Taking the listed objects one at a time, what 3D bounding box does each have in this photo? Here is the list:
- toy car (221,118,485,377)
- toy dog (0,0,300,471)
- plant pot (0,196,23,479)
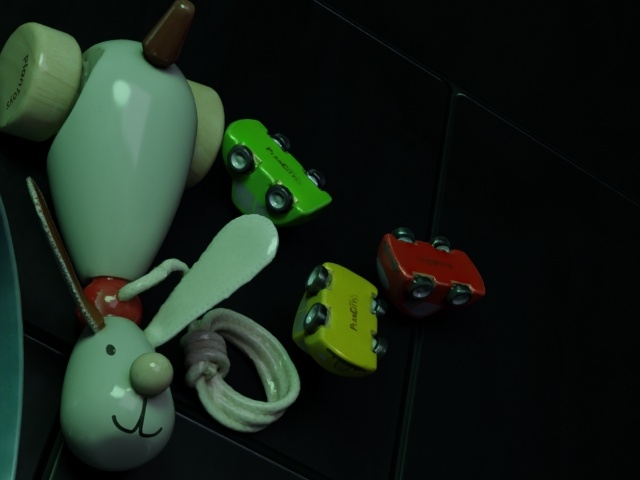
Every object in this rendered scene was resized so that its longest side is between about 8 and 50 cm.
[{"bbox_3d":[0.000,0.000,1.083,0.225,0.053,0.239,47,32,10],"label":"toy car"},{"bbox_3d":[-0.115,-0.030,0.938,0.220,0.161,0.333,-7,62,-42],"label":"toy dog"},{"bbox_3d":[-0.281,0.081,0.666,0.195,0.290,0.290,1,47,7],"label":"plant pot"}]
